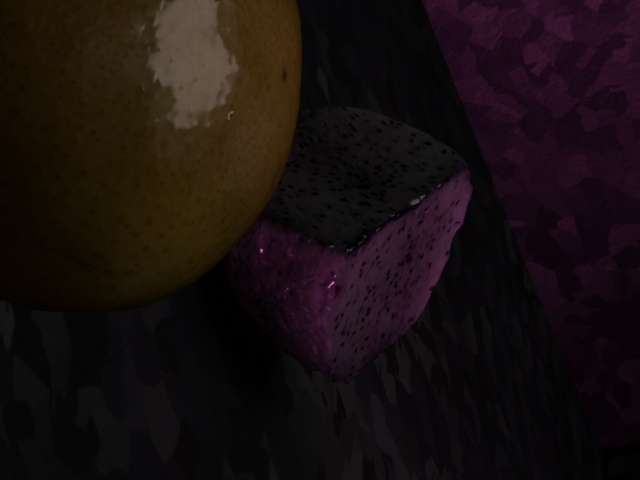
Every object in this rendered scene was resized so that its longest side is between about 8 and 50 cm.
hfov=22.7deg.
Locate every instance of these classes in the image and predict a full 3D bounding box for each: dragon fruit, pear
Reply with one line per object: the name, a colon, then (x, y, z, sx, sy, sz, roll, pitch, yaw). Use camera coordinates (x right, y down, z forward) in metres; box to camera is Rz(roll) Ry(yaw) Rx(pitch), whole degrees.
dragon fruit: (0.000, 0.000, 1.669, 0.283, 0.204, 0.221, -34, 143, -46)
pear: (-0.162, -0.105, 1.060, 0.314, 0.314, 0.314, -15, 90, -73)
